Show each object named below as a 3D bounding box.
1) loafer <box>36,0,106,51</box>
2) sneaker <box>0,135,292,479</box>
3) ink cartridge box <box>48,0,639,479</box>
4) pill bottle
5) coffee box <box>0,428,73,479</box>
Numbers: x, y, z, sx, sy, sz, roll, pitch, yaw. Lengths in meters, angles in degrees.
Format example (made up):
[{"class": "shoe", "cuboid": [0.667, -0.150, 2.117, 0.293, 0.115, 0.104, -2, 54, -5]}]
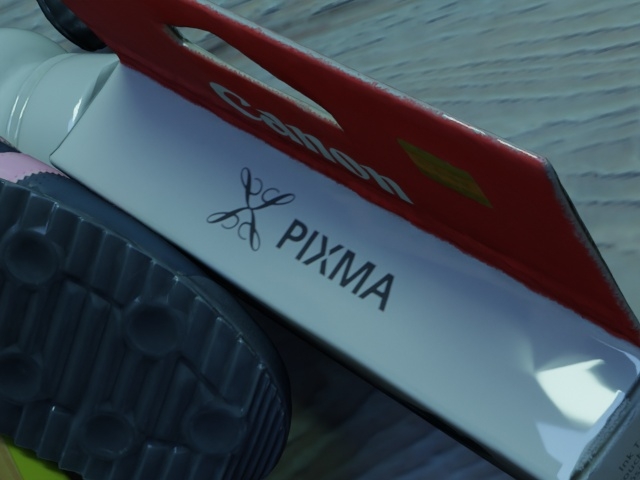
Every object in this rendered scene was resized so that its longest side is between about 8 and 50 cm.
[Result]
[{"class": "loafer", "cuboid": [-0.125, -0.211, 0.869, 0.078, 0.076, 0.223, -21, 54, 29]}, {"class": "sneaker", "cuboid": [-0.143, -0.009, 0.641, 0.319, 0.131, 0.112, 32, 110, 0]}, {"class": "ink cartridge box", "cuboid": [0.000, 0.000, 0.578, 0.296, 0.261, 0.066, 30, 83, 37]}, {"class": "pill bottle", "cuboid": [-0.187, -0.046, 0.789, 0.229, 0.131, 0.131, 3, 68, 31]}, {"class": "coffee box", "cuboid": [-0.322, 0.182, 0.573, 0.334, 0.338, 0.338, 45, 112, 37]}]
